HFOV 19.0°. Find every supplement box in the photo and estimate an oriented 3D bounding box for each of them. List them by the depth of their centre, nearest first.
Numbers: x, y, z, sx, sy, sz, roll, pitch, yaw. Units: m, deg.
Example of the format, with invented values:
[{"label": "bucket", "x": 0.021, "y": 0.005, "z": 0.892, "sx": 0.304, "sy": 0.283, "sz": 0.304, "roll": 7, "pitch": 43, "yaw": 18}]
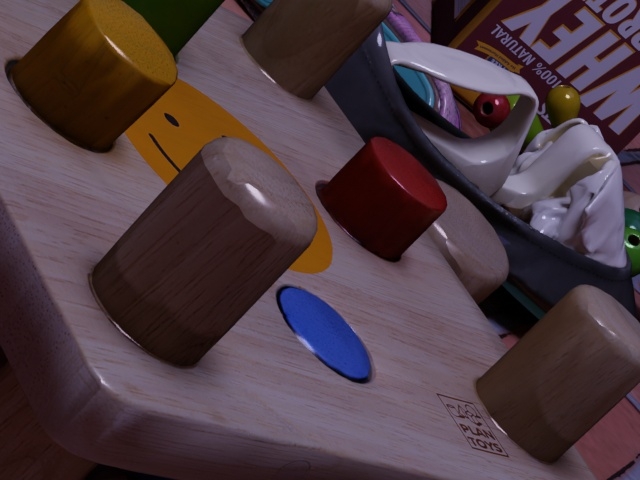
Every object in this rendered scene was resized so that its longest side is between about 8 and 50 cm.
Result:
[{"label": "supplement box", "x": 0.185, "y": -0.166, "z": 1.290, "sx": 0.129, "sy": 0.191, "sz": 0.194, "roll": 40, "pitch": 20, "yaw": -12}]

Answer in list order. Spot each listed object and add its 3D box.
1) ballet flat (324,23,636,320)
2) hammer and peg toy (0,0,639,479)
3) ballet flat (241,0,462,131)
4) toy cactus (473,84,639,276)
[{"label": "ballet flat", "x": 0.090, "y": -0.025, "z": 0.941, "sx": 0.280, "sy": 0.096, "sz": 0.095, "roll": 29, "pitch": 23, "yaw": -38}, {"label": "hammer and peg toy", "x": 0.000, "y": 0.000, "z": 0.650, "sx": 0.361, "sy": 0.127, "sz": 0.266, "roll": 21, "pitch": 29, "yaw": -49}, {"label": "ballet flat", "x": 0.007, "y": -0.124, "z": 1.042, "sx": 0.221, "sy": 0.077, "sz": 0.079, "roll": 57, "pitch": 4, "yaw": 22}, {"label": "toy cactus", "x": 0.180, "y": -0.013, "z": 1.122, "sx": 0.219, "sy": 0.112, "sz": 0.180, "roll": 37, "pitch": 8, "yaw": 5}]
